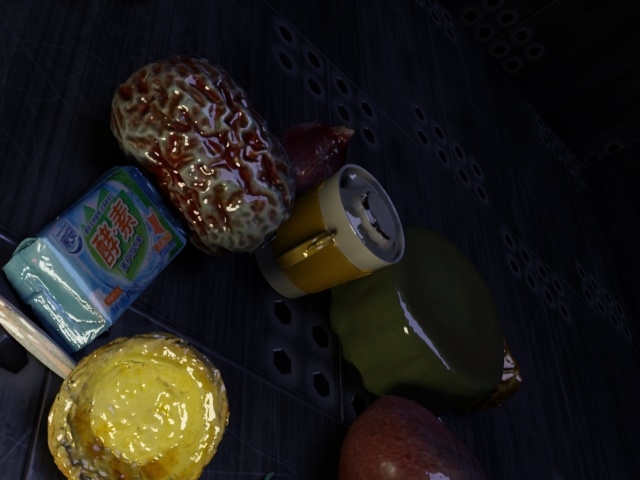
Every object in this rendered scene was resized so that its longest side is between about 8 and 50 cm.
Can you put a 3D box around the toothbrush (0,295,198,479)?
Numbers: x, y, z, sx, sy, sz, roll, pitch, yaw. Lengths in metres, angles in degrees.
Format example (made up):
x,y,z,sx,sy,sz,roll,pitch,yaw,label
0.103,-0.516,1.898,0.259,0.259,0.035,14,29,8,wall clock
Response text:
x,y,z,sx,sy,sz,roll,pitch,yaw,label
-0.280,0.186,1.046,0.375,0.028,0.037,48,9,-20,toothbrush

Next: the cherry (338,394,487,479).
x,y,z,sx,sy,sz,roll,pitch,yaw,label
0.142,0.385,1.344,0.261,0.221,0.307,34,25,-52,cherry

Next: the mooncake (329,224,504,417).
x,y,z,sx,sy,sz,roll,pitch,yaw,label
0.185,0.158,1.609,0.356,0.194,0.356,30,43,-32,mooncake

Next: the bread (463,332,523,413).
x,y,z,sx,sy,sz,roll,pitch,yaw,label
0.328,0.246,1.803,0.096,0.181,0.222,-11,67,-21,bread

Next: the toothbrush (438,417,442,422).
x,y,z,sx,sy,sz,roll,pitch,yaw,label
0.212,0.328,1.696,0.027,0.021,0.269,-20,82,-55,toothbrush

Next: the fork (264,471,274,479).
x,y,z,sx,sy,sz,roll,pitch,yaw,label
-0.113,0.367,1.155,0.235,0.021,0.039,-12,72,-60,fork

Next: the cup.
x,y,z,sx,sy,sz,roll,pitch,yaw,label
0.000,0.000,1.448,0.185,0.226,0.241,62,31,1,cup

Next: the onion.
x,y,z,sx,sy,sz,roll,pitch,yaw,label
-0.010,-0.157,1.603,0.159,0.195,0.159,37,29,-25,onion

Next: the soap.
x,y,z,sx,sy,sz,roll,pitch,yaw,label
-0.289,0.011,1.137,0.156,0.077,0.293,52,30,-14,soap

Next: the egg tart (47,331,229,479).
x,y,z,sx,sy,sz,roll,pitch,yaw,label
-0.216,0.209,1.005,0.212,0.212,0.090,51,-10,-17,egg tart

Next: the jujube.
x,y,z,sx,sy,sz,roll,pitch,yaw,label
-0.172,-0.127,1.292,0.317,0.226,0.226,55,30,-6,jujube
